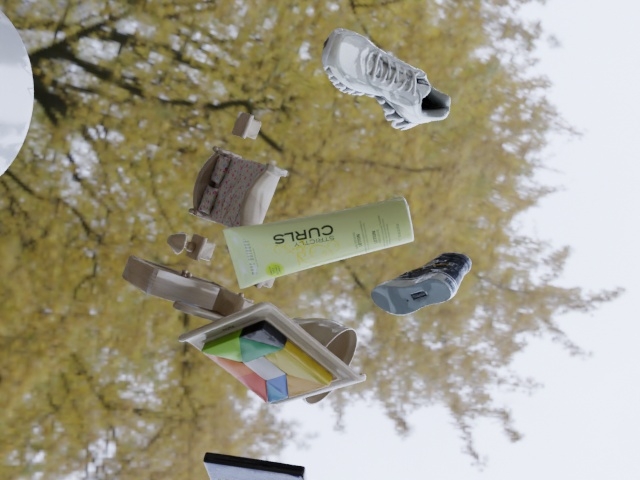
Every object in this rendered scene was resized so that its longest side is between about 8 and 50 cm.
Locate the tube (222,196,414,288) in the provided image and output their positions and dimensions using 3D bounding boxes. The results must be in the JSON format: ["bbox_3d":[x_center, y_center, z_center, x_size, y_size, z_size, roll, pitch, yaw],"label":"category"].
[{"bbox_3d":[0.000,0.000,1.280,0.240,0.062,0.070,-12,-103,1],"label":"tube"}]

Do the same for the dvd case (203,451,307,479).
[{"bbox_3d":[-0.108,0.456,1.795,0.180,0.253,0.022,6,-124,8],"label":"dvd case"}]

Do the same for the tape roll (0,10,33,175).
[{"bbox_3d":[-0.450,-0.161,1.021,0.246,0.169,0.246,1,-87,16],"label":"tape roll"}]

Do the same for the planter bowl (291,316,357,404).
[{"bbox_3d":[-0.021,0.209,1.824,0.109,0.162,0.162,30,-77,26],"label":"planter bowl"}]

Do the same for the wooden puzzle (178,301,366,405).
[{"bbox_3d":[-0.081,0.194,1.564,0.221,0.239,0.044,-25,-142,44],"label":"wooden puzzle"}]

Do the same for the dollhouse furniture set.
[{"bbox_3d":[-0.180,-0.061,1.676,0.303,0.174,0.355,21,-89,57],"label":"dollhouse furniture set"}]

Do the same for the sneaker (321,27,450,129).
[{"bbox_3d":[0.120,-0.287,1.725,0.118,0.292,0.110,10,-101,46],"label":"sneaker"}]

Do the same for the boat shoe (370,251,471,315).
[{"bbox_3d":[0.170,0.072,1.634,0.183,0.083,0.065,-15,-67,48],"label":"boat shoe"}]
